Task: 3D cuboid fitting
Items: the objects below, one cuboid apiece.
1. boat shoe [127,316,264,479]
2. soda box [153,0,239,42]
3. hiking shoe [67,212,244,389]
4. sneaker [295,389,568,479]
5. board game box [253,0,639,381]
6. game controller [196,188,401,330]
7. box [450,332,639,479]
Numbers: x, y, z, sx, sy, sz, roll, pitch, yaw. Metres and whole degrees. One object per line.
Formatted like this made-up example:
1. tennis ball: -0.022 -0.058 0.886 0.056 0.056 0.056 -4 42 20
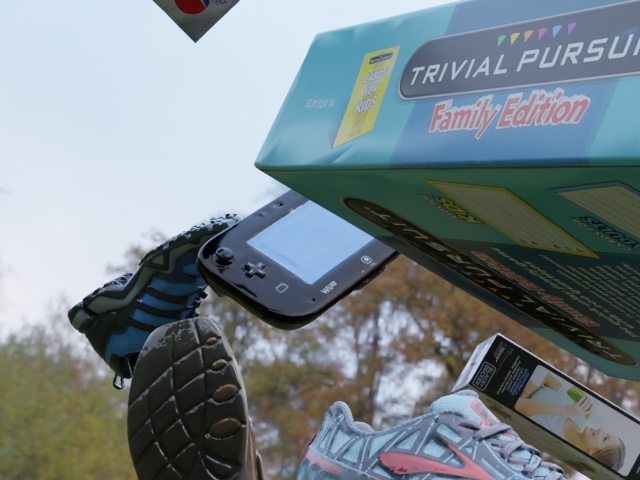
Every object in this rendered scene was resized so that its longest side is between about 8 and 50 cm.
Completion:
1. boat shoe: -0.112 0.242 1.127 0.122 0.324 0.120 -11 -15 5
2. soda box: -0.168 -0.355 1.464 0.091 0.286 0.098 -41 -64 12
3. hiking shoe: -0.188 0.072 1.486 0.304 0.113 0.132 -33 -89 30
4. sneaker: 0.100 0.149 0.711 0.261 0.125 0.104 1 -30 23
5. board game box: 0.162 -0.005 0.444 0.253 0.079 0.336 30 -11 -28
6. game controller: 0.000 0.000 1.389 0.166 0.319 0.067 25 -50 28
7. box: 0.341 0.252 1.624 0.290 0.087 0.169 32 -11 5
